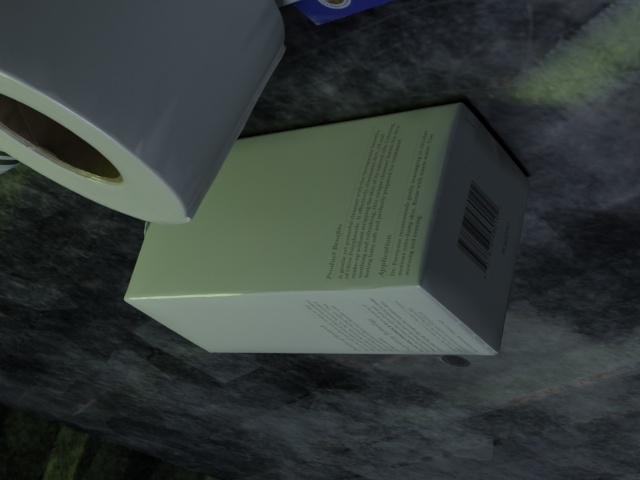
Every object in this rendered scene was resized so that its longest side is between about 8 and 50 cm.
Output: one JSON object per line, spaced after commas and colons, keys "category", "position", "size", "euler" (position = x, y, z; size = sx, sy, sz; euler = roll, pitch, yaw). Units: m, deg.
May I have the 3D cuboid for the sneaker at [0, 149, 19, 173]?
{"category": "sneaker", "position": [-0.450, -0.157, 0.966], "size": [0.257, 0.169, 0.447], "euler": [-22, 160, 38]}

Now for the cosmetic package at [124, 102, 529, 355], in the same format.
{"category": "cosmetic package", "position": [0.000, 0.000, 1.030], "size": [0.365, 0.197, 0.155], "euler": [-4, 150, 39]}

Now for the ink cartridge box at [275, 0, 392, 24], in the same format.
{"category": "ink cartridge box", "position": [0.004, -0.229, 0.725], "size": [0.223, 0.045, 0.224], "euler": [-8, 146, 42]}

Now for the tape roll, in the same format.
{"category": "tape roll", "position": [-0.170, -0.145, 0.795], "size": [0.246, 0.169, 0.246], "euler": [25, 165, 7]}
